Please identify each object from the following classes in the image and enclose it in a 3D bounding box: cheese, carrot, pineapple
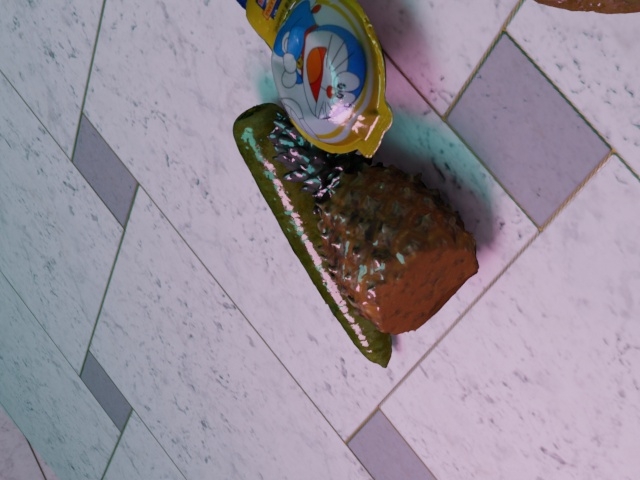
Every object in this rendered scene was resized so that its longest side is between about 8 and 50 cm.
[{"bbox_3d":[-0.012,-0.198,1.230,0.270,0.069,0.177,55,140,24],"label":"cheese"},{"bbox_3d":[0.000,0.000,1.454,0.074,0.074,0.358,-6,116,57],"label":"carrot"},{"bbox_3d":[0.038,-0.035,1.293,0.278,0.158,0.157,50,151,33],"label":"pineapple"}]

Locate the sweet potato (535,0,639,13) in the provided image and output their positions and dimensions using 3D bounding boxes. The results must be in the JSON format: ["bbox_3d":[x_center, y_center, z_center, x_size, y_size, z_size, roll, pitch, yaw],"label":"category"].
[{"bbox_3d":[0.174,-0.216,0.952,0.206,0.060,0.068,8,132,10],"label":"sweet potato"}]
